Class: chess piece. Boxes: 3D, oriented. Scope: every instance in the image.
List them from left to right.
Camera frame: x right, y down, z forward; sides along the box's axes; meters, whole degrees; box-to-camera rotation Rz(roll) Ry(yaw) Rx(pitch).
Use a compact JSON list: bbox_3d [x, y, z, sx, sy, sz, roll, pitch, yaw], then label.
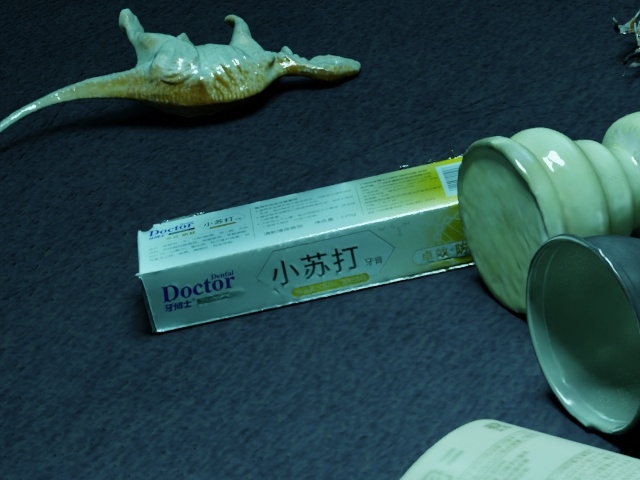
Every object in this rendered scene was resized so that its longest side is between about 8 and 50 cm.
[{"bbox_3d":[0.252,-0.045,1.456,0.251,0.144,0.144,-17,28,-21],"label":"chess piece"}]

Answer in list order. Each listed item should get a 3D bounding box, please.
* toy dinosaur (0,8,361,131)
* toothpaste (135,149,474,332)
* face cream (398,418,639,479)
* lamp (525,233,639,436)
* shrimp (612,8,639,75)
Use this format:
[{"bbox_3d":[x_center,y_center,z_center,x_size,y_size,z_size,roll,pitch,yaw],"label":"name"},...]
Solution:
[{"bbox_3d":[-0.167,-0.178,1.906,0.393,0.092,0.205,-13,33,-20],"label":"toy dinosaur"},{"bbox_3d":[0.000,0.000,1.533,0.313,0.071,0.089,-12,31,-1],"label":"toothpaste"},{"bbox_3d":[0.202,0.201,1.075,0.349,0.081,0.173,12,37,37],"label":"face cream"},{"bbox_3d":[0.279,0.040,1.308,0.227,0.147,0.172,-16,4,-24],"label":"lamp"},{"bbox_3d":[0.344,-0.221,1.806,0.073,0.075,0.190,35,56,12],"label":"shrimp"}]
